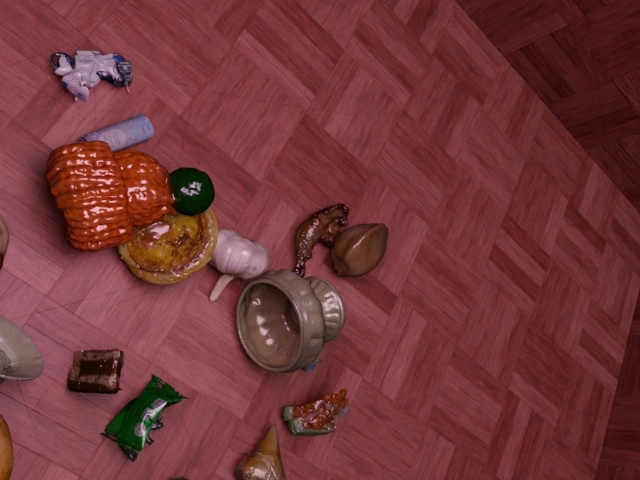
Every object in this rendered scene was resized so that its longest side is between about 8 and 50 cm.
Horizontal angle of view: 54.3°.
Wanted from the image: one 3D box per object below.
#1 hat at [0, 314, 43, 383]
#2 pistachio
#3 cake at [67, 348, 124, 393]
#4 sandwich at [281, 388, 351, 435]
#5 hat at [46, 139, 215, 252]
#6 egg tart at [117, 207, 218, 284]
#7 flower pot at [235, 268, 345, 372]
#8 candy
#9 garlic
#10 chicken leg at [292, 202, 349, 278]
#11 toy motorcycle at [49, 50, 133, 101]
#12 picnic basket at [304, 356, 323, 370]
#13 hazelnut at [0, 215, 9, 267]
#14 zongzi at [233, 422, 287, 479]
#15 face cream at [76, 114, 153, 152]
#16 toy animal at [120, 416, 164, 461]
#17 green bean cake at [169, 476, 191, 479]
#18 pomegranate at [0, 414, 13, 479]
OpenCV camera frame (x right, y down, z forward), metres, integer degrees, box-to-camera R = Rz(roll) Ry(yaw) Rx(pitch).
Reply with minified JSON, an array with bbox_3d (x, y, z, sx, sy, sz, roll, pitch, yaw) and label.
[{"bbox_3d":[-0.791,0.276,1.442,0.257,0.257,0.130,39,94,-22],"label":"hat"},{"bbox_3d":[0.148,0.017,2.111,0.163,0.213,0.260,48,48,5],"label":"pistachio"},{"bbox_3d":[-0.562,0.325,1.547,0.135,0.246,0.112,4,79,-14],"label":"cake"},{"bbox_3d":[-0.005,0.537,1.930,0.185,0.160,0.109,6,58,-41],"label":"sandwich"},{"bbox_3d":[-0.486,-0.146,1.609,0.400,0.285,0.285,-19,92,-14],"label":"hat"},{"bbox_3d":[-0.424,-0.010,1.749,0.290,0.115,0.290,2,68,-4],"label":"egg tart"},{"bbox_3d":[-0.081,0.228,1.876,0.244,0.307,0.307,-10,87,-51],"label":"flower pot"},{"bbox_3d":[-0.468,0.453,1.646,0.203,0.141,0.078,-50,127,-33],"label":"candy"},{"bbox_3d":[-0.272,0.084,1.841,0.199,0.199,0.226,27,92,-28],"label":"garlic"},{"bbox_3d":[-0.006,-0.009,2.089,0.322,0.083,0.177,-38,121,-36],"label":"chicken leg"},{"bbox_3d":[-0.627,-0.459,1.738,0.221,0.102,0.150,-11,75,-35],"label":"toy motorcycle"},{"bbox_3d":[-0.032,0.374,2.003,0.083,0.065,0.083,5,100,-24],"label":"picnic basket"},{"bbox_3d":[-0.859,0.018,1.425,0.261,0.241,0.261,43,35,-40],"label":"hazelnut"},{"bbox_3d":[-0.136,0.674,1.853,0.194,0.099,0.197,52,50,-15],"label":"zongzi"},{"bbox_3d":[-0.583,-0.283,1.745,0.229,0.075,0.075,-32,99,-34],"label":"face cream"},{"bbox_3d":[-0.474,0.522,1.677,0.135,0.047,0.065,-41,96,-27],"label":"toy animal"},{"bbox_3d":[-0.387,0.761,1.649,0.214,0.113,0.200,-31,101,-34],"label":"green bean cake"},{"bbox_3d":[-0.796,0.455,1.323,0.307,0.307,0.307,7,77,-33],"label":"pomegranate"}]
